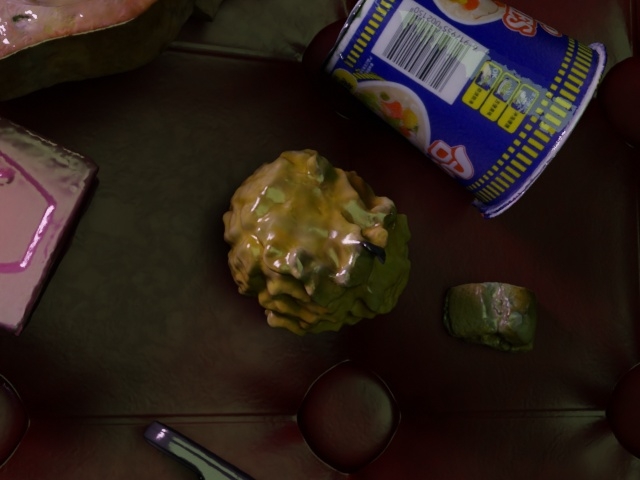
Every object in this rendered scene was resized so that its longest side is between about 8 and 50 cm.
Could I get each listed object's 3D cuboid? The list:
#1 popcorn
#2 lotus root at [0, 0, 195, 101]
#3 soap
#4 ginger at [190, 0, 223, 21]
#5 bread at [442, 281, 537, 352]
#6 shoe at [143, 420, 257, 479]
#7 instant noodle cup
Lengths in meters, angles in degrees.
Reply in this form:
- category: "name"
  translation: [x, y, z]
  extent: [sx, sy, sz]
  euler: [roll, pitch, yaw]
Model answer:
- category: "popcorn"
  translation: [-0.002, 0.001, 1.089]
  extent: [0.249, 0.225, 0.249]
  euler: [3, 79, -14]
- category: "lotus root"
  translation: [-0.341, -0.310, 0.993]
  extent: [0.390, 0.111, 0.375]
  euler: [12, 59, 2]
- category: "soap"
  translation: [-0.465, -0.055, 0.989]
  extent: [0.359, 0.128, 0.233]
  euler: [25, 76, -13]
- category: "ginger"
  translation: [-0.130, -0.418, 1.155]
  extent: [0.116, 0.109, 0.263]
  euler: [32, 74, -38]
- category: "bread"
  translation: [0.267, 0.105, 1.230]
  extent: [0.156, 0.110, 0.103]
  euler: [6, 76, -19]
- category: "shoe"
  translation: [-0.131, 0.322, 1.071]
  extent: [0.241, 0.108, 0.093]
  euler: [35, 75, -5]
- category: "instant noodle cup"
  translation: [0.177, -0.230, 1.173]
  extent: [0.312, 0.284, 0.284]
  euler: [32, 75, -5]
